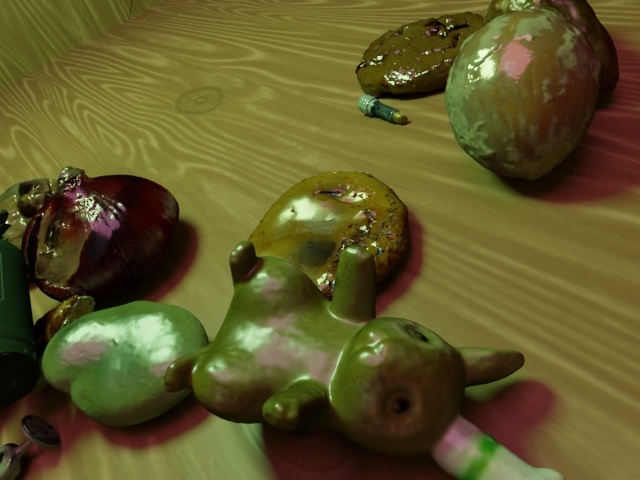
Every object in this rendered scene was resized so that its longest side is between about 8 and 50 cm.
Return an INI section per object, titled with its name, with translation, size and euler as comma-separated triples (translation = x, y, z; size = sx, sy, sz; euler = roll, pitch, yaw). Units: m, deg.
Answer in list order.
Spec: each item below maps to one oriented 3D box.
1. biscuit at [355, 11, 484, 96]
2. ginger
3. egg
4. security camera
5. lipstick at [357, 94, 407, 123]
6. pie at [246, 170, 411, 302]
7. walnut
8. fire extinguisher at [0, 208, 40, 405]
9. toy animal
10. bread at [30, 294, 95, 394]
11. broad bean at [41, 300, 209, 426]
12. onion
[biscuit]
translation = 0.213, -0.398, 1.023
size = 0.296, 0.075, 0.295
euler = -14, 40, 12
[ginger]
translation = 0.367, -0.347, 0.826
size = 0.165, 0.173, 0.321
euler = -50, 29, 35
[egg]
translation = 0.276, -0.200, 0.677
size = 0.204, 0.203, 0.244
euler = -4, 66, 23
[security camera]
translation = -0.384, 0.269, 0.610
size = 0.092, 0.058, 0.058
euler = -45, 43, -11
[lipstick]
translation = 0.120, -0.247, 0.937
size = 0.037, 0.037, 0.116
euler = -37, 45, -15
[pie]
translation = 0.001, 0.000, 0.695
size = 0.274, 0.069, 0.273
euler = -14, 42, 13
[walnut]
translation = -0.597, -0.031, 0.976
size = 0.204, 0.141, 0.238
euler = -12, 38, 21
[fire extinguisher]
translation = -0.461, 0.076, 0.690
size = 0.114, 0.095, 0.311
euler = -54, 47, 13
[toy animal]
translation = 0.040, 0.117, 0.458
size = 0.363, 0.180, 0.181
euler = 5, 55, 32
[bread]
translation = -0.392, 0.160, 0.713
size = 0.154, 0.054, 0.135
euler = -32, 37, 32
[broad bean]
translation = -0.249, 0.153, 0.640
size = 0.228, 0.100, 0.169
euler = 14, 57, 25
[onion]
translation = -0.380, -0.028, 0.816
size = 0.272, 0.195, 0.271
euler = -16, 40, 14
